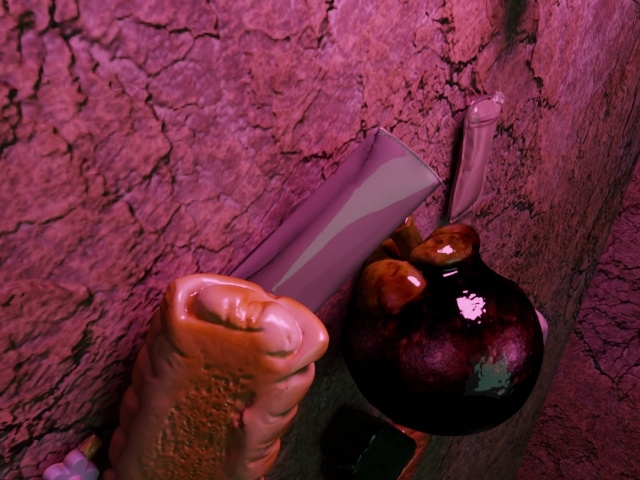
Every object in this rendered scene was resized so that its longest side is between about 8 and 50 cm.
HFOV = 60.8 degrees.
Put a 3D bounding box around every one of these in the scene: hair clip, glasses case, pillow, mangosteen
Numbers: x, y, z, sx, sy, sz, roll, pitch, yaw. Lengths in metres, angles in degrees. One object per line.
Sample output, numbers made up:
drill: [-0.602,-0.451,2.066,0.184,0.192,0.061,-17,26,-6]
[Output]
hair clip: [-0.284,0.274,0.508,0.214,0.056,0.062,-42,140,-27]
glasses case: [-0.001,-0.001,0.657,0.308,0.083,0.128,-45,124,-3]
pillow: [0.272,-0.145,0.960,0.130,0.038,0.233,-29,134,-43]
mangosteen: [0.181,0.130,0.822,0.297,0.297,0.313,46,50,-54]

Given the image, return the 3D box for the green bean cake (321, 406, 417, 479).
green bean cake: [0.066,0.414,1.002,0.193,0.107,0.208,-55,143,-7]

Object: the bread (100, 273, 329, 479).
bread: [-0.122,0.186,0.573,0.121,0.172,0.311,-84,-162,-76]

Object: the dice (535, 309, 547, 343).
dice: [0.361,0.226,1.182,0.194,0.192,0.193,-17,126,-48]

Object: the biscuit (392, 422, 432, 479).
biscuit: [0.198,0.501,1.278,0.284,0.043,0.306,-29,133,-38]
